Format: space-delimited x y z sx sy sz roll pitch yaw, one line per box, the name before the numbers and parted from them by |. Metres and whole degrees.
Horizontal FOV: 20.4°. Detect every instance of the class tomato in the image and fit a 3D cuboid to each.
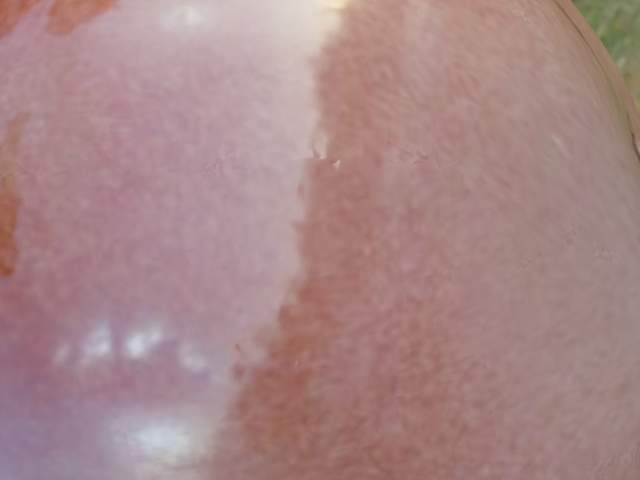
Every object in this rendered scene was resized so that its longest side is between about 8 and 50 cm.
tomato | 0.000 0.000 0.693 0.273 0.341 0.341 -8 52 18
